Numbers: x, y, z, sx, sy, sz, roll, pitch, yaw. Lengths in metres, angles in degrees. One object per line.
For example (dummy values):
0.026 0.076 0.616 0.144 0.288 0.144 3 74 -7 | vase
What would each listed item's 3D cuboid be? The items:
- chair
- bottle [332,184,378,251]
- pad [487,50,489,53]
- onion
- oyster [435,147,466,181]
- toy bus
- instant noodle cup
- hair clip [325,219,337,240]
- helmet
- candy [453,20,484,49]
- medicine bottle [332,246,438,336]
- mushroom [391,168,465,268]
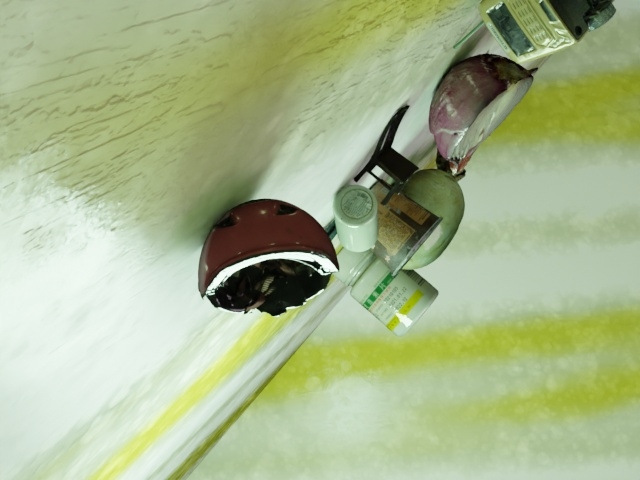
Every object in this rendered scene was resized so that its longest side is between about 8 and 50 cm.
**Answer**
0.170 -0.188 1.495 0.084 0.101 0.212 -41 169 -46 | chair
0.087 -0.040 1.604 0.104 0.104 0.245 -48 163 -11 | bottle
0.437 -0.462 1.976 0.156 0.004 0.232 -50 171 7 | pad
0.348 -0.313 1.660 0.267 0.159 0.349 -29 160 -34 | onion
0.451 -0.283 2.285 0.166 0.094 0.294 -33 -140 51 | oyster
0.472 -0.508 1.287 0.365 0.177 0.202 -47 -165 -25 | toy bus
0.197 -0.043 1.895 0.217 0.207 0.217 -48 172 -9 | instant noodle cup
0.000 0.000 1.674 0.275 0.048 0.083 -49 170 -36 | hair clip
-0.079 0.013 0.956 0.198 0.154 0.253 -10 153 -6 | helmet
0.355 -0.472 1.417 0.201 0.060 0.060 -43 173 12 | candy
0.206 0.142 2.284 0.208 0.339 0.208 -48 172 -10 | medicine bottle
0.305 -0.074 2.147 0.352 0.260 0.352 -48 163 -19 | mushroom
